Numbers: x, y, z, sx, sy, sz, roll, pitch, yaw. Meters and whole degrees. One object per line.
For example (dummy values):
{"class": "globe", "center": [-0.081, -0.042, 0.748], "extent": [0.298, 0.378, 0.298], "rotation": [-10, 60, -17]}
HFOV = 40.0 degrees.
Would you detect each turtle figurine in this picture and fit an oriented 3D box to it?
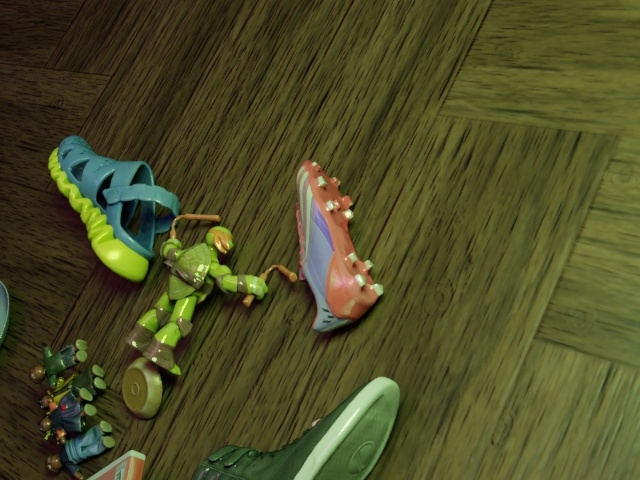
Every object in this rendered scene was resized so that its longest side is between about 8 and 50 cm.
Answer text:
{"class": "turtle figurine", "center": [-0.167, 0.065, 1.173], "extent": [0.269, 0.087, 0.217], "rotation": [24, 81, 40]}

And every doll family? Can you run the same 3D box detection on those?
{"class": "doll family", "center": [-0.352, 0.237, 1.218], "extent": [0.111, 0.076, 0.193], "rotation": [-28, 52, 14]}

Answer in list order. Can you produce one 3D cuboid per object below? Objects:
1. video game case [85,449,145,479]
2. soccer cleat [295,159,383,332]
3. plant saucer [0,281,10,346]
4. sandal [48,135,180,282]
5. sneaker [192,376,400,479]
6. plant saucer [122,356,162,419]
{"class": "video game case", "center": [-0.289, 0.410, 1.025], "extent": [0.204, 0.025, 0.285], "rotation": [-37, 35, 36]}
{"class": "soccer cleat", "center": [0.000, 0.000, 1.099], "extent": [0.095, 0.083, 0.248], "rotation": [-36, 49, 20]}
{"class": "plant saucer", "center": [-0.573, 0.157, 1.459], "extent": [0.195, 0.037, 0.195], "rotation": [-19, 53, 28]}
{"class": "sandal", "center": [-0.312, -0.072, 1.359], "extent": [0.138, 0.126, 0.317], "rotation": [-44, 54, 1]}
{"class": "sneaker", "center": [-0.044, 0.241, 0.956], "extent": [0.147, 0.104, 0.296], "rotation": [38, 93, 40]}
{"class": "plant saucer", "center": [-0.242, 0.198, 1.175], "extent": [0.083, 0.015, 0.083], "rotation": [-3, 85, 43]}
